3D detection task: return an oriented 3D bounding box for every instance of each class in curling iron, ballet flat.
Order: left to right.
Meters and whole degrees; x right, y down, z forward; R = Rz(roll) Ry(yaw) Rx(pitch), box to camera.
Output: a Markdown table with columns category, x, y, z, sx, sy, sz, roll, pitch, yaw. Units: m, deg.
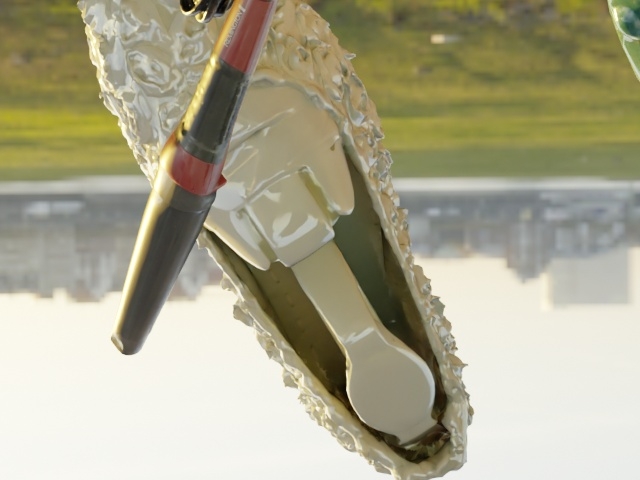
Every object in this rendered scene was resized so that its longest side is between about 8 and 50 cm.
| category | x | y | z | sx | sy | sz | roll | pitch | yaw |
| --- | --- | --- | --- | --- | --- | --- | --- | --- | --- |
| curling iron | -0.059 | -0.044 | 0.760 | 0.035 | 0.274 | 0.068 | 2 | -138 | -19 |
| ballet flat | 0.000 | 0.000 | 0.993 | 0.147 | 0.409 | 0.147 | -20 | -143 | 16 |

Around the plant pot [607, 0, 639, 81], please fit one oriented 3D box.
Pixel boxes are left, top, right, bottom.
| category | x | y | z | sx | sy | sz | roll | pitch | yaw |
| --- | --- | --- | --- | --- | --- | --- | --- | --- | --- |
| plant pot | 0.214 | -0.108 | 0.515 | 0.196 | 0.293 | 0.293 | -41 | -161 | -21 |
